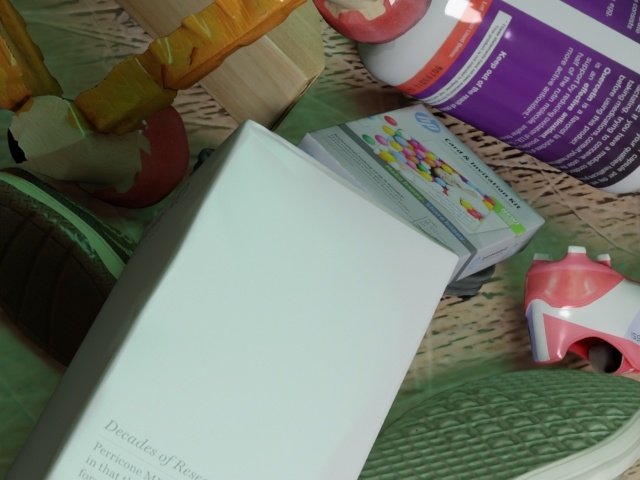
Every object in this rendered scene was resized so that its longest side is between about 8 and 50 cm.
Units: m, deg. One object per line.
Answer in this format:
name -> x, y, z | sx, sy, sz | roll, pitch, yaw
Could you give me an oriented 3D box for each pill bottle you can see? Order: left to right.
pill bottle -> 0.204, -0.155, 1.509 | 0.323, 0.181, 0.181 | 25, 48, -17

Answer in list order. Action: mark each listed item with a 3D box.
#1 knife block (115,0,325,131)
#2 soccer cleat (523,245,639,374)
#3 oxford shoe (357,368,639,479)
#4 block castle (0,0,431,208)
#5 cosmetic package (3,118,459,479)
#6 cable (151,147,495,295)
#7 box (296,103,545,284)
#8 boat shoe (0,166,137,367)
knife block -> -0.131, -0.228, 1.413 | 0.242, 0.088, 0.276 | 10, 54, -26
soccer cleat -> 0.259, 0.073, 1.455 | 0.248, 0.083, 0.095 | 16, 73, -34
oxford shoe -> 0.095, 0.206, 1.226 | 0.449, 0.169, 0.130 | -34, 120, -51
block castle -> -0.150, -0.280, 1.266 | 0.453, 0.303, 0.213 | 59, 14, 10
cosmetic package -> -0.092, 0.149, 1.014 | 0.156, 0.217, 0.385 | 31, 61, -10
cable -> 0.000, 0.000, 1.374 | 0.287, 0.072, 0.139 | 6, 38, -44
box -> 0.076, -0.035, 1.392 | 0.145, 0.038, 0.186 | 45, 27, 16
boat shoe -> -0.129, 0.046, 1.223 | 0.257, 0.095, 0.095 | 47, 34, -5
